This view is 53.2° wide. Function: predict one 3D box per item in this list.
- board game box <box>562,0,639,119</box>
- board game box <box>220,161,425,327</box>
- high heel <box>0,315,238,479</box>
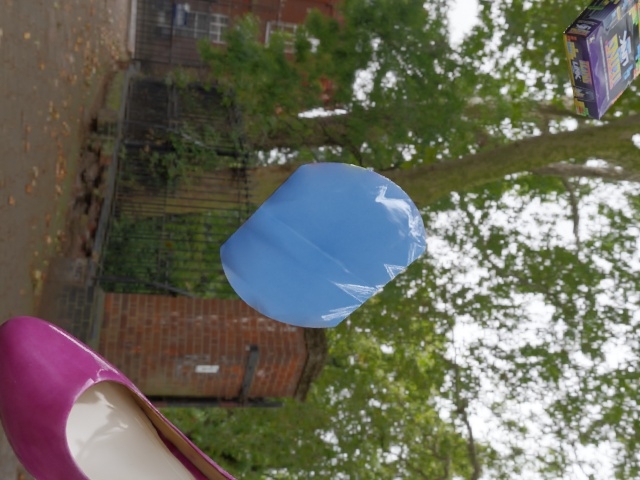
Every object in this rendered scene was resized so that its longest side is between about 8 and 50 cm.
[{"bbox_3d":[0.464,-0.307,1.036,0.048,0.141,0.170,30,-18,43],"label":"board game box"},{"bbox_3d":[0.000,0.000,0.536,0.168,0.133,0.033,-43,-152,24],"label":"board game box"},{"bbox_3d":[-0.088,0.128,0.362,0.117,0.082,0.244,-35,-92,36],"label":"high heel"}]
